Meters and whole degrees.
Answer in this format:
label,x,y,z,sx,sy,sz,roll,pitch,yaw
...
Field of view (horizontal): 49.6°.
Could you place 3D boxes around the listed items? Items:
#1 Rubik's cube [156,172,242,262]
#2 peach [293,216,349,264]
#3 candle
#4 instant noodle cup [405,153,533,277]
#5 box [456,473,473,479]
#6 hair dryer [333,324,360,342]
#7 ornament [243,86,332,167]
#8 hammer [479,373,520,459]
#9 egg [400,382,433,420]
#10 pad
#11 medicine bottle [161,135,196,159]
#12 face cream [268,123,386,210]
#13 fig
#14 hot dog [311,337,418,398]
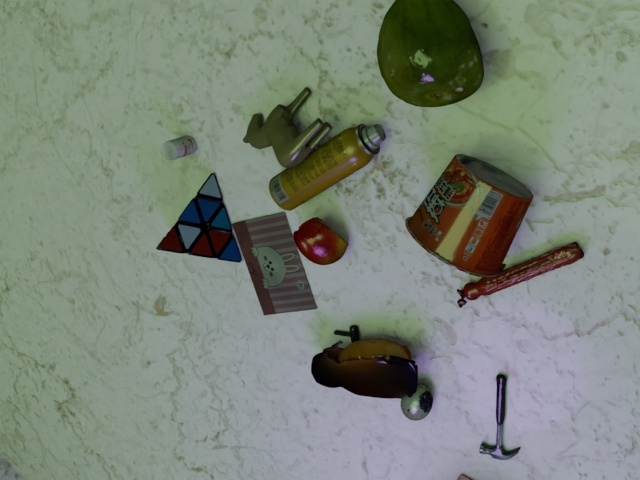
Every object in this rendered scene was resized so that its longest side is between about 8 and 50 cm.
label,x,y,z,sx,sy,sz,roll,pitch,yaw
Rubik's cube,-0.373,0.009,1.995,0.284,0.234,0.250,-40,87,34
peach,0.000,0.006,1.842,0.151,0.118,0.151,22,133,26
candle,0.464,0.079,1.644,0.329,0.048,0.051,-28,107,34
instant noodle cup,0.343,-0.062,1.550,0.250,0.250,0.192,33,114,15
box,0.409,0.877,1.828,0.300,0.314,0.312,25,120,23
hair dryer,0.073,0.262,1.962,0.083,0.026,0.047,3,108,37
ornament,-0.101,-0.285,1.790,0.245,0.061,0.230,-43,54,27
hammer,0.473,0.462,1.801,0.103,0.029,0.247,10,112,28
egg,0.264,0.437,1.878,0.085,0.085,0.110,34,111,15
pad,-0.136,0.074,2.018,0.202,0.005,0.300,-10,103,33
medicine bottle,-0.407,-0.267,1.993,0.057,0.089,0.057,12,114,28
face cream,0.021,-0.194,1.761,0.348,0.105,0.105,-30,92,35
fig,0.230,-0.434,1.520,0.233,0.233,0.314,-43,41,35
hot dog,0.132,0.326,1.894,0.325,0.107,0.194,10,127,27
